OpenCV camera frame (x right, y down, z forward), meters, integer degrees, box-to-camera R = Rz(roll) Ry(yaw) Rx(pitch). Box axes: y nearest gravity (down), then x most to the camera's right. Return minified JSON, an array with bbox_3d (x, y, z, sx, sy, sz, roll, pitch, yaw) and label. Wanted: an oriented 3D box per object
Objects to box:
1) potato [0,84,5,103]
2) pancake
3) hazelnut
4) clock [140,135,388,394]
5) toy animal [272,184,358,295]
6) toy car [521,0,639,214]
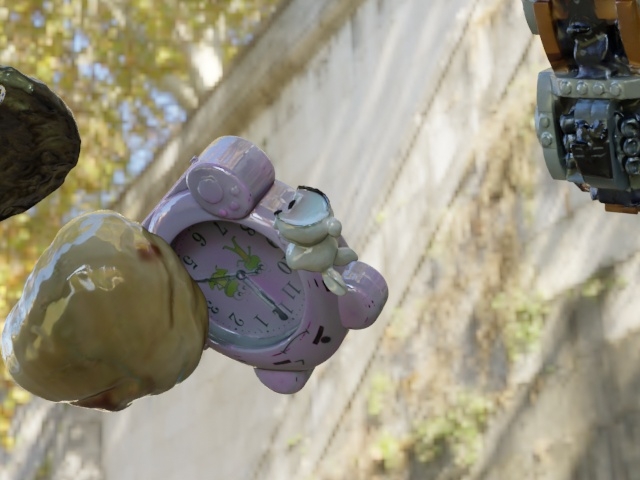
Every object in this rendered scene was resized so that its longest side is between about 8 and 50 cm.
[{"bbox_3d":[-0.510,-0.119,1.170,0.397,0.290,0.296,-22,-63,26],"label":"potato"},{"bbox_3d":[-0.391,-0.087,1.433,0.288,0.033,0.286,-33,-38,23],"label":"pancake"},{"bbox_3d":[-0.276,0.086,1.805,0.261,0.241,0.261,-7,-51,-9],"label":"hazelnut"},{"bbox_3d":[-0.092,0.044,1.941,0.322,0.113,0.295,41,-54,-6],"label":"clock"},{"bbox_3d":[-0.006,-0.001,1.706,0.085,0.071,0.124,6,-42,13],"label":"toy animal"},{"bbox_3d":[0.279,-0.171,1.359,0.193,0.301,0.118,10,25,44],"label":"toy car"}]
